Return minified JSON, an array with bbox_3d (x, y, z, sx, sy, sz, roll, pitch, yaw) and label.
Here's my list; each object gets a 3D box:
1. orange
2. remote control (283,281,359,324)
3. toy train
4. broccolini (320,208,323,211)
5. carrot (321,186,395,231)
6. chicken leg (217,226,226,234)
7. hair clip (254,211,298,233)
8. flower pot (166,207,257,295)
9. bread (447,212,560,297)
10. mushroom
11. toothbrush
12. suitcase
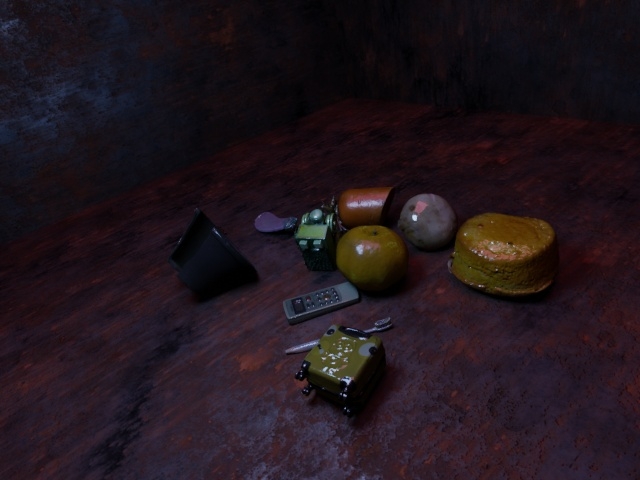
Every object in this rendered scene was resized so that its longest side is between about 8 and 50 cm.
[{"bbox_3d":[0.194,0.067,1.542,0.278,0.235,0.279,2,25,-1],"label":"orange"},{"bbox_3d":[0.002,0.229,1.540,0.285,0.038,0.123,-17,31,-5],"label":"remote control"},{"bbox_3d":[0.000,0.000,1.700,0.158,0.272,0.188,1,51,18],"label":"toy train"},{"bbox_3d":[-0.005,-0.106,2.082,0.042,0.044,0.218,-18,23,23],"label":"broccolini"},{"bbox_3d":[0.181,-0.141,1.912,0.330,0.215,0.193,2,6,17],"label":"carrot"},{"bbox_3d":[-0.547,-0.023,2.149,0.093,0.053,0.205,-2,35,-8],"label":"chicken leg"},{"bbox_3d":[-0.240,-0.086,2.106,0.358,0.110,0.095,14,1,43],"label":"hair clip"},{"bbox_3d":[-0.479,0.083,1.743,0.251,0.379,0.379,-45,39,-9],"label":"flower pot"},{"bbox_3d":[0.641,0.035,1.443,0.358,0.204,0.336,10,34,36],"label":"bread"},{"bbox_3d":[0.445,-0.078,1.700,0.254,0.255,0.184,-15,-3,-1],"label":"mushroom"},{"bbox_3d":[0.062,0.326,1.373,0.374,0.037,0.028,-17,29,1],"label":"toothbrush"},{"bbox_3d":[0.070,0.372,1.189,0.193,0.143,0.235,11,40,36],"label":"suitcase"}]
